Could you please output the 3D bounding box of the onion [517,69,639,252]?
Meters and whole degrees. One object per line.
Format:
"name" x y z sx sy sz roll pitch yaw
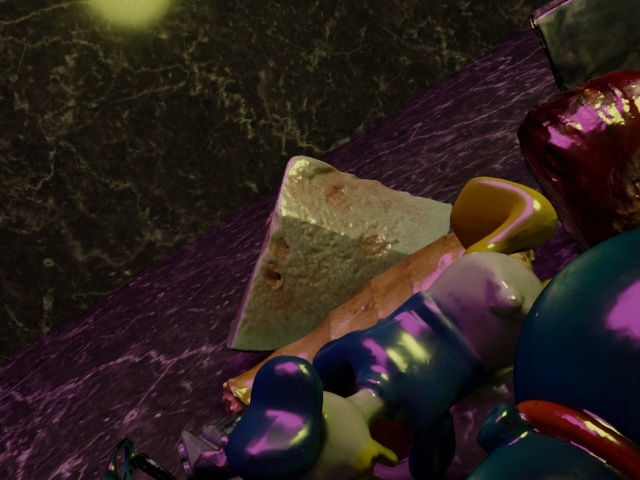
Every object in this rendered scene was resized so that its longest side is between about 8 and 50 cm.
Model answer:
"onion" 0.351 -0.098 0.794 0.206 0.207 0.216 -31 20 10

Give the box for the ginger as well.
"ginger" 0.064 0.085 0.804 0.375 0.166 0.236 -14 33 14

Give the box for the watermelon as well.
"watermelon" 0.000 0.000 1.022 0.387 0.258 0.228 -30 17 -12

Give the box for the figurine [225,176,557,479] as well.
"figurine" 0.044 0.107 0.559 0.338 0.204 0.283 -14 -28 -48

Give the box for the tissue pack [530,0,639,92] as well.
"tissue pack" 0.522 -0.300 1.007 0.361 0.259 0.122 -21 21 26

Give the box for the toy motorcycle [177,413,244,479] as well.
"toy motorcycle" -0.076 0.243 0.617 0.159 0.106 0.270 -15 22 -19

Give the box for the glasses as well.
"glasses" -0.171 0.275 0.752 0.207 0.102 0.239 -30 14 1

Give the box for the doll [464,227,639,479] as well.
"doll" 0.195 0.113 0.400 0.322 0.198 0.186 -47 -15 -27
